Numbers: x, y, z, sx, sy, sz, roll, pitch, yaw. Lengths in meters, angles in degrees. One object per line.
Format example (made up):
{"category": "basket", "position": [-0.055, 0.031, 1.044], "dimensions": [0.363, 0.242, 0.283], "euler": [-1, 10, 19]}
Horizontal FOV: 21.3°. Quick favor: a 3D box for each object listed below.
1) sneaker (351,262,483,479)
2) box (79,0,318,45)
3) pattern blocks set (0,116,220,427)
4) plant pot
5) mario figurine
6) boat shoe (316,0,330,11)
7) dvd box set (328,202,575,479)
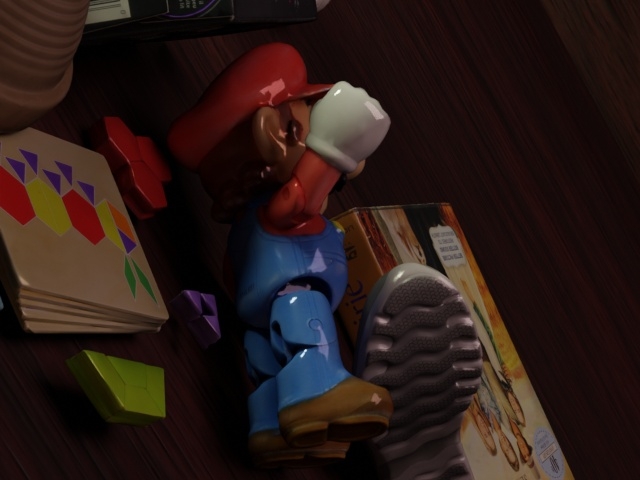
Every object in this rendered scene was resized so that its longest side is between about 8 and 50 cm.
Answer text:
{"category": "sneaker", "position": [0.062, 0.120, 1.379], "dimensions": [0.115, 0.105, 0.281], "euler": [-118, -161, -46]}
{"category": "box", "position": [-0.107, -0.237, 1.299], "dimensions": [0.270, 0.143, 0.165], "euler": [-28, 112, -75]}
{"category": "pattern blocks set", "position": [-0.169, -0.008, 1.106], "dimensions": [0.325, 0.026, 0.285], "euler": [30, 34, -55]}
{"category": "plant pot", "position": [-0.217, -0.194, 1.069], "dimensions": [0.237, 0.109, 0.237], "euler": [49, 20, -24]}
{"category": "mario figurine", "position": [0.000, 0.000, 1.277], "dimensions": [0.170, 0.198, 0.321], "euler": [18, 57, -57]}
{"category": "boat shoe", "position": [-0.067, -0.348, 1.685], "dimensions": [0.277, 0.098, 0.096], "euler": [62, 19, -9]}
{"category": "dvd box set", "position": [0.143, 0.165, 1.636], "dimensions": [0.420, 0.062, 0.307], "euler": [66, 20, 8]}
